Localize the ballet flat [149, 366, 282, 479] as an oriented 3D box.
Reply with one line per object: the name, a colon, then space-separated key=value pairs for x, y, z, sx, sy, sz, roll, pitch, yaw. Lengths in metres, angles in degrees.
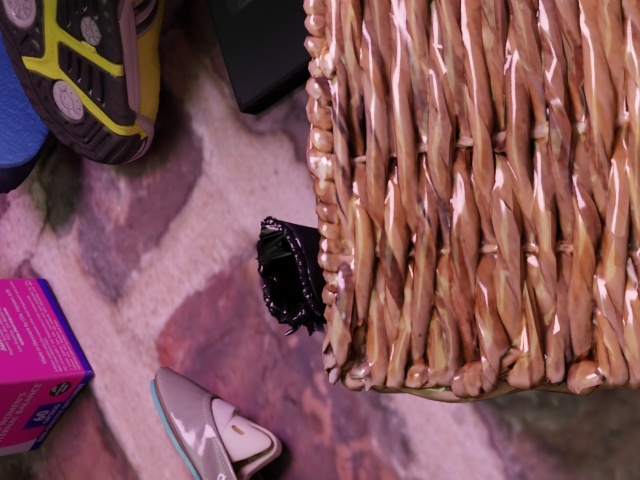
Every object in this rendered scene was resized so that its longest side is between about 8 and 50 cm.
ballet flat: x=-0.044 y=0.167 z=0.671 sx=0.068 sy=0.072 sz=0.213 roll=-31 pitch=68 yaw=5

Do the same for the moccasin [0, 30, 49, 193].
moccasin: x=-0.316 y=-0.153 z=0.875 sx=0.117 sy=0.138 sz=0.342 roll=-52 pitch=45 yaw=31

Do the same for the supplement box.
supplement box: x=-0.311 y=0.104 z=0.782 sx=0.111 sy=0.220 sz=0.114 roll=-50 pitch=59 yaw=27

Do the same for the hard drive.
hard drive: x=-0.038 y=-0.168 z=0.695 sx=0.094 sy=0.022 sz=0.135 roll=-29 pitch=71 yaw=35

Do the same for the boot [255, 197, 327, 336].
boot: x=0.000 y=0.000 z=0.608 sx=0.045 sy=0.099 sz=0.121 roll=-24 pitch=73 yaw=35

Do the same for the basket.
basket: x=0.115 y=-0.083 z=0.496 sx=0.213 sy=0.223 sz=0.299 roll=-5 pitch=88 yaw=13

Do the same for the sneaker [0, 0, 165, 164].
sneaker: x=-0.158 y=-0.247 z=0.734 sx=0.145 sy=0.147 sz=0.385 roll=9 pitch=112 yaw=37
